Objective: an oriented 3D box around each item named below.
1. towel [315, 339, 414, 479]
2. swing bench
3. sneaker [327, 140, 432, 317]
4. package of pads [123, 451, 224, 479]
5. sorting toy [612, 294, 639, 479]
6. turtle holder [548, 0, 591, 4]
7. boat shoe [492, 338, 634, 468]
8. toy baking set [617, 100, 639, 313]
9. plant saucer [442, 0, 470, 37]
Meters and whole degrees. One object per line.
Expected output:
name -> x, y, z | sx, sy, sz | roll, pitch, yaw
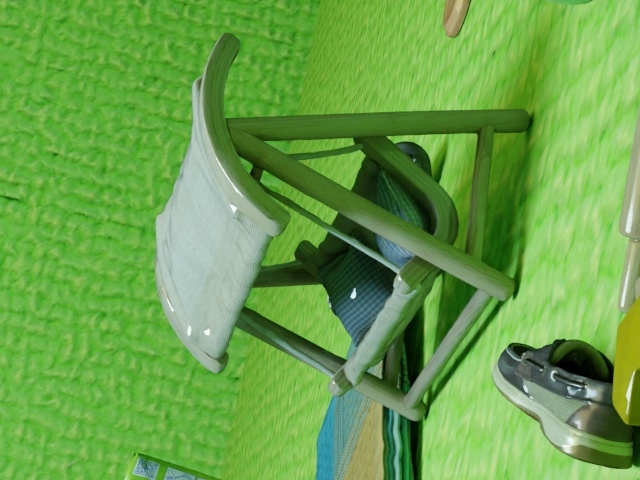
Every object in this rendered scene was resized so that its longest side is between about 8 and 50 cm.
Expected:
towel -> 0.037, 0.234, 1.425 | 0.370, 0.040, 0.271 | -88, 12, -51
swing bench -> 0.000, 0.000, 1.241 | 0.253, 0.255, 0.165 | 114, 167, -58
sneaker -> 0.056, -0.028, 1.590 | 0.234, 0.078, 0.106 | 107, 170, -45
package of pads -> -0.121, 0.357, 1.667 | 0.296, 0.229, 0.101 | 112, 176, -53
sorting toy -> 0.187, -0.014, 0.610 | 0.307, 0.041, 0.229 | 111, 160, -49
turtle holder -> 0.082, -0.283, 0.963 | 0.227, 0.320, 0.243 | -53, -51, -46
boat shoe -> 0.136, 0.078, 0.854 | 0.152, 0.056, 0.049 | -135, 63, -71
toy baking set -> 0.192, -0.048, 0.732 | 0.197, 0.030, 0.256 | -157, 74, -77
plant saucer -> 0.139, -0.246, 1.602 | 0.083, 0.013, 0.083 | -167, 90, -83
